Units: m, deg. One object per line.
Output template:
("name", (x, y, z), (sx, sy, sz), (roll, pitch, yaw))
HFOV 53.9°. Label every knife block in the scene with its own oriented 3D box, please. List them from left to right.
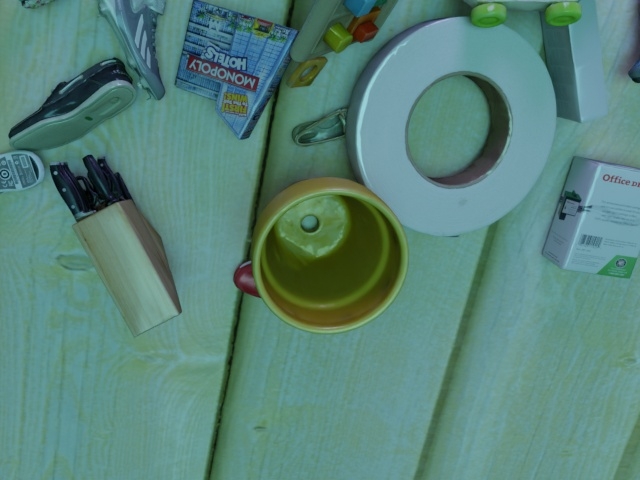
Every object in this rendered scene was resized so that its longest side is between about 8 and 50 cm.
("knife block", (-0.346, -0.009, 1.045), (0.088, 0.275, 0.242), (-27, 141, 1))

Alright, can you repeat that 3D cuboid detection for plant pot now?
("plant pot", (0.000, 0.000, 1.102), (0.254, 0.239, 0.254), (-3, 109, -9))

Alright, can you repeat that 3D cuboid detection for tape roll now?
("tape roll", (0.237, -0.198, 1.137), (0.392, 0.072, 0.392), (-5, 109, -14))

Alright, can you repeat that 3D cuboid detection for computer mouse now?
("computer mouse", (-0.560, -0.108, 1.074), (0.193, 0.042, 0.106), (-10, 106, 0))

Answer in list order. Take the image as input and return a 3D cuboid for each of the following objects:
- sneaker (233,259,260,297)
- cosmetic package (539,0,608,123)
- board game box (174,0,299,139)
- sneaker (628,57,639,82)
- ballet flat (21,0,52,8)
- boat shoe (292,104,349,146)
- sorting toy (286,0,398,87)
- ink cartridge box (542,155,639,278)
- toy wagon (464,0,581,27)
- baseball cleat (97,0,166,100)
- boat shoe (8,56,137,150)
("sneaker", (-0.051, 0.095, 1.186), (0.221, 0.128, 0.087), (5, 108, -12))
("cosmetic package", (0.456, -0.340, 1.137), (0.060, 0.099, 0.239), (-19, 112, -6))
("board game box", (-0.148, -0.275, 1.041), (0.194, 0.060, 0.194), (19, 105, 7))
("sneaker", (0.627, -0.419, 1.154), (0.125, 0.104, 0.262), (30, 98, 0))
("ballet flat", (-0.370, -0.444, 0.967), (0.077, 0.091, 0.241), (28, 108, -41))
("boat shoe", (0.024, -0.204, 1.135), (0.153, 0.048, 0.056), (-16, 111, -4))
("sorting toy", (0.061, -0.355, 0.991), (0.047, 0.196, 0.347), (52, 139, 11))
("ink cartridge box", (0.565, -0.047, 1.261), (0.160, 0.092, 0.219), (9, 107, -13))
("toy wagon", (0.372, -0.482, 1.020), (0.344, 0.068, 0.267), (1, 87, 4))
("baseball cleat", (-0.284, -0.336, 1.024), (0.109, 0.072, 0.206), (-32, 120, -12))
("boat shoe", (-0.417, -0.222, 1.050), (0.233, 0.084, 0.079), (-28, 74, 8))
